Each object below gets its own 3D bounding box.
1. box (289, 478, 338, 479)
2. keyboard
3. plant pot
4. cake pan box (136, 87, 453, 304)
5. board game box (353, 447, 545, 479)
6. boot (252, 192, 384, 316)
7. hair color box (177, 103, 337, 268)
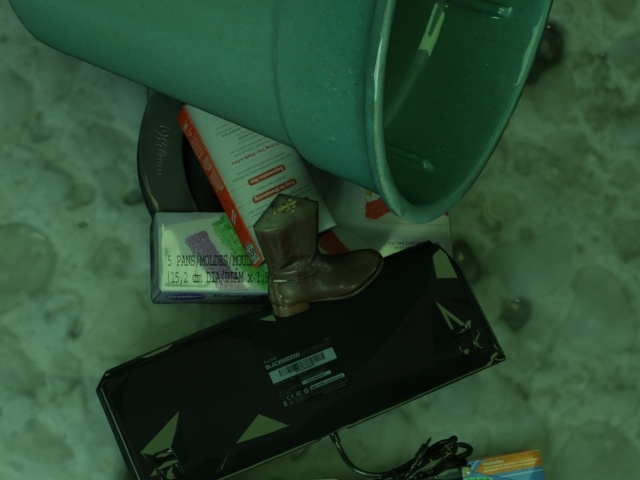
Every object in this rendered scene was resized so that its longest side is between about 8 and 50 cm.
[{"bbox_3d":[-0.075,0.265,1.218,0.186,0.038,0.145,-1,79,-5],"label":"box"},{"bbox_3d":[0.001,0.138,1.225,0.317,0.033,0.201,-21,72,-11],"label":"keyboard"},{"bbox_3d":[-0.030,-0.220,1.120,0.334,0.341,0.341,18,73,23],"label":"plant pot"},{"bbox_3d":[-0.025,-0.069,1.310,0.267,0.070,0.245,1,77,-13],"label":"cake pan box"},{"bbox_3d":[0.064,0.268,1.283,0.281,0.027,0.145,-7,82,-14],"label":"board game box"},{"bbox_3d":[0.000,0.000,1.204,0.106,0.114,0.037,-28,47,-19],"label":"boot"},{"bbox_3d":[-0.052,-0.056,1.243,0.072,0.043,0.141,-25,85,-17],"label":"hair color box"}]
